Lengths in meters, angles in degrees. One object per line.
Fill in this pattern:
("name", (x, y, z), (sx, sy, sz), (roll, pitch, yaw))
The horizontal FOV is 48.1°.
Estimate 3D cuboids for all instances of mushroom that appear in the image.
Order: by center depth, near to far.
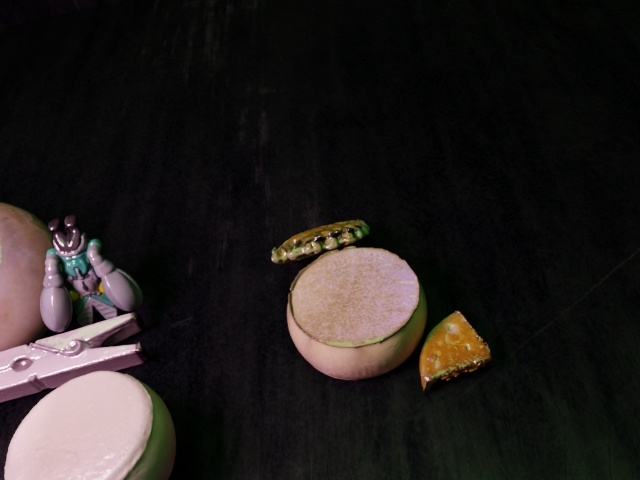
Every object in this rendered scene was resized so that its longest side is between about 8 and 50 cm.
("mushroom", (-0.724, 0.097, 1.566), (0.362, 0.295, 0.363), (-1, 73, 4))

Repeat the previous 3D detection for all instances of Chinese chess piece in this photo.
("Chinese chess piece", (0.069, 0.135, 1.376), (0.269, 0.112, 0.270), (-8, 44, 8))

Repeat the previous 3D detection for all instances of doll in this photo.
("doll", (-0.500, 0.091, 1.472), (0.195, 0.258, 0.153), (-35, 28, 12))

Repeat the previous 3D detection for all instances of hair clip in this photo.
("hair clip", (-0.517, 0.237, 1.455), (0.330, 0.085, 0.101), (-15, 63, -5))

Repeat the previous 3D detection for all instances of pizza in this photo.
("pizza", (0.249, 0.202, 1.306), (0.130, 0.041, 0.178), (1, 46, 21))

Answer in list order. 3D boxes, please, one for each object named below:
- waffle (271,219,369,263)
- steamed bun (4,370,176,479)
("waffle", (0.000, 0.000, 1.521), (0.214, 0.054, 0.208), (-15, 3, 8))
("steamed bun", (-0.375, 0.372, 1.215), (0.282, 0.177, 0.283), (-11, 44, 10))
